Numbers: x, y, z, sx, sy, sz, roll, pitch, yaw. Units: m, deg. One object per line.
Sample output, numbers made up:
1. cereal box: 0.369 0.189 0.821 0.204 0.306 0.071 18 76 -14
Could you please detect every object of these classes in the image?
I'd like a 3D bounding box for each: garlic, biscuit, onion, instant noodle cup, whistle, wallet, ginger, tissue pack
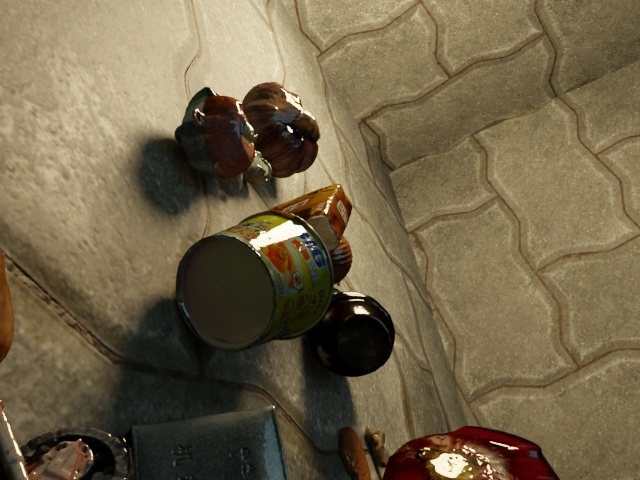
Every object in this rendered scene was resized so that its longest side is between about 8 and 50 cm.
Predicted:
1. garlic: -0.089 -0.268 1.325 0.245 0.161 0.244 43 34 -40
2. biscuit: 0.070 0.432 1.114 0.130 0.019 0.102 69 15 11
3. onion: 0.307 0.605 1.105 0.398 0.399 0.419 -39 127 -73
4. instant noodle cup: -0.102 0.061 0.802 0.153 0.205 0.204 -14 81 -64
5. whistle: -0.162 -0.167 1.030 0.142 0.134 0.346 61 7 13
6. wallet: -0.100 0.282 0.559 0.168 0.036 0.221 -1 58 -23
7. ginger: 0.126 0.452 1.247 0.048 0.030 0.097 -17 81 -46
8. tissue pack: -0.038 -0.026 1.110 0.091 0.183 0.226 65 17 -12

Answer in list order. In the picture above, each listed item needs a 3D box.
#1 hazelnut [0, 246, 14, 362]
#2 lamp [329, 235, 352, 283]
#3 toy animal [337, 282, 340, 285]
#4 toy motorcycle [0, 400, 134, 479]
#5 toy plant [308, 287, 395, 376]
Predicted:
1. hazelnut: -0.283 0.035 0.365 0.150 0.150 0.150 57 19 -31
2. lamp: 0.005 0.037 1.246 0.136 0.137 0.136 57 19 -31
3. toy animal: 0.000 0.000 1.377 0.148 0.085 0.232 -72 140 -65
4. toy motorcycle: -0.212 0.207 0.300 0.298 0.171 0.089 -88 -173 -62
5. toy plant: 0.063 0.198 1.180 0.218 0.176 0.235 58 -9 -8
